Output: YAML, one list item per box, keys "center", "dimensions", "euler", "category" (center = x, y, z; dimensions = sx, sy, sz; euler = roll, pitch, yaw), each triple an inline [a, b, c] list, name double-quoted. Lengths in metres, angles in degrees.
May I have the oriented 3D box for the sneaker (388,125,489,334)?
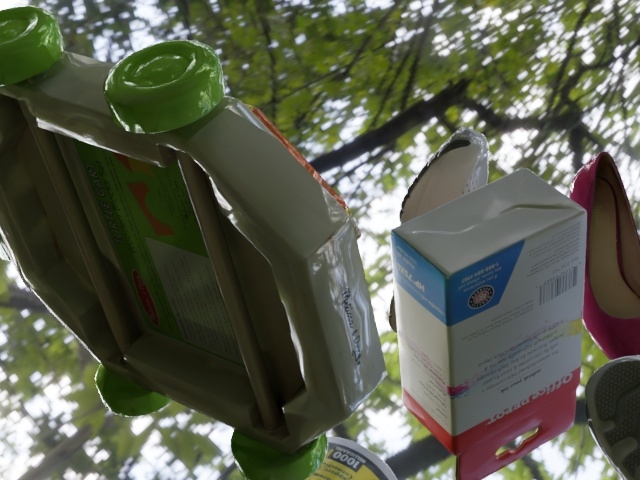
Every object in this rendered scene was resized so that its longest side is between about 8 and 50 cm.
- center: [0.153, 0.007, 1.318]
  dimensions: [0.129, 0.111, 0.297]
  euler: [27, -38, 24]
  category: "sneaker"

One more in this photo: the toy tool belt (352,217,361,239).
- center: [0.000, 0.000, 1.374]
  dimensions: [0.083, 0.051, 0.052]
  euler: [-25, -84, -12]
  category: "toy tool belt"

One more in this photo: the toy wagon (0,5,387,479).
- center: [-0.120, -0.006, 0.726]
  dimensions: [0.344, 0.068, 0.267]
  euler: [19, -42, 36]
  category: "toy wagon"

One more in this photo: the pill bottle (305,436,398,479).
- center: [-0.038, 0.377, 1.468]
  dimensions: [0.188, 0.334, 0.188]
  euler: [8, -69, 22]
  category: "pill bottle"

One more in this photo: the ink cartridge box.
- center: [0.135, 0.075, 1.008]
  dimensions: [0.078, 0.134, 0.231]
  euler: [42, -32, 45]
  category: "ink cartridge box"

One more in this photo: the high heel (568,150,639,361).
- center: [0.328, 0.025, 1.388]
  dimensions: [0.082, 0.244, 0.117]
  euler: [-3, -33, -6]
  category: "high heel"

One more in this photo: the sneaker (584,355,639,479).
- center: [0.301, 0.197, 0.972]
  dimensions: [0.281, 0.115, 0.105]
  euler: [42, -104, -7]
  category: "sneaker"
